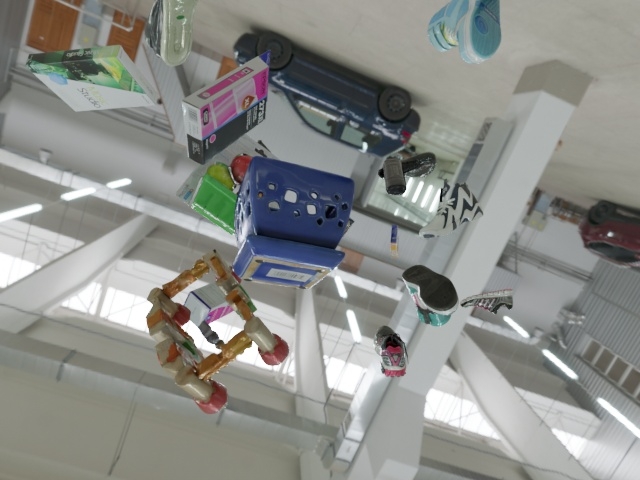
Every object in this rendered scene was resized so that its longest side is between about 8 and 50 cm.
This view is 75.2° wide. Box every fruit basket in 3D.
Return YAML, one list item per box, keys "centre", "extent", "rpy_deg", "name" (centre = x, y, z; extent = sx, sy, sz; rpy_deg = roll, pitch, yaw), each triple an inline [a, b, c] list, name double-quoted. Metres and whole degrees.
- centre: [-0.301, -0.208, 1.550]
  extent: [0.327, 0.353, 0.165]
  rpy_deg: [35, 156, -16]
  name: "fruit basket"

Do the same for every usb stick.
- centre: [0.285, -0.250, 1.606]
  extent: [0.077, 0.045, 0.278]
  rpy_deg: [-5, -148, 8]
  name: "usb stick"

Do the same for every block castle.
- centre: [-0.322, 0.266, 1.269]
  extent: [0.453, 0.303, 0.213]
  rpy_deg: [43, 166, 46]
  name: "block castle"

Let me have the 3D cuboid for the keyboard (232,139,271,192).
- centre: [-0.310, -0.284, 1.786]
  extent: [0.033, 0.317, 0.201]
  rpy_deg: [15, 169, 21]
  name: "keyboard"

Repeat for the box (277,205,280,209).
- centre: [-0.255, -0.149, 1.917]
  extent: [0.126, 0.137, 0.072]
  rpy_deg: [-11, 148, 20]
  name: "box"

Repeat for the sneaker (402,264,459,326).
- centre: [0.365, 0.203, 1.304]
  extent: [0.178, 0.124, 0.295]
  rpy_deg: [59, 180, -18]
  name: "sneaker"

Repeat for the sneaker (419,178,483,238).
- centre: [0.382, -0.106, 1.276]
  extent: [0.235, 0.153, 0.094]
  rpy_deg: [-23, -176, -13]
  name: "sneaker"

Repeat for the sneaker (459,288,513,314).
- centre: [0.542, 0.207, 1.347]
  extent: [0.170, 0.075, 0.063]
  rpy_deg: [-17, 168, 26]
  name: "sneaker"

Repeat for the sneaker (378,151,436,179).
- centre: [0.386, -0.322, 1.869]
  extent: [0.130, 0.109, 0.286]
  rpy_deg: [-11, 176, -45]
  name: "sneaker"

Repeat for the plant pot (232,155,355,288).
- centre: [-0.071, -0.020, 0.920]
  extent: [0.236, 0.212, 0.236]
  rpy_deg: [11, 155, -18]
  name: "plant pot"

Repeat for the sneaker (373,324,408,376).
- centre: [0.274, 0.397, 1.587]
  extent: [0.121, 0.112, 0.299]
  rpy_deg: [-2, -167, -1]
  name: "sneaker"

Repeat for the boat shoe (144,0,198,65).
- centre: [-0.260, -0.433, 0.728]
  extent: [0.079, 0.233, 0.084]
  rpy_deg: [44, -140, 15]
  name: "boat shoe"

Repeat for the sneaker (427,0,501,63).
- centre: [0.395, -0.582, 1.189]
  extent: [0.127, 0.319, 0.208]
  rpy_deg: [31, 150, -24]
  name: "sneaker"

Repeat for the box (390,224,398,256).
- centre: [0.294, 0.000, 1.644]
  extent: [0.028, 0.081, 0.136]
  rpy_deg: [3, 152, 13]
  name: "box"

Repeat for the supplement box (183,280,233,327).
- centre: [-0.424, 0.242, 1.649]
  extent: [0.114, 0.111, 0.220]
  rpy_deg: [37, -155, 14]
  name: "supplement box"

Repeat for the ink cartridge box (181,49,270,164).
- centre: [-0.230, -0.377, 1.153]
  extent: [0.069, 0.176, 0.371]
  rpy_deg: [27, -129, 12]
  name: "ink cartridge box"

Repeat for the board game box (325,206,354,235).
- centre: [0.000, 0.000, 1.437]
  extent: [0.042, 0.243, 0.165]
  rpy_deg: [41, -171, 30]
  name: "board game box"

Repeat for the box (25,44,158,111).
- centre: [-0.752, -0.534, 1.391]
  extent: [0.322, 0.058, 0.232]
  rpy_deg: [-3, 160, 9]
  name: "box"
